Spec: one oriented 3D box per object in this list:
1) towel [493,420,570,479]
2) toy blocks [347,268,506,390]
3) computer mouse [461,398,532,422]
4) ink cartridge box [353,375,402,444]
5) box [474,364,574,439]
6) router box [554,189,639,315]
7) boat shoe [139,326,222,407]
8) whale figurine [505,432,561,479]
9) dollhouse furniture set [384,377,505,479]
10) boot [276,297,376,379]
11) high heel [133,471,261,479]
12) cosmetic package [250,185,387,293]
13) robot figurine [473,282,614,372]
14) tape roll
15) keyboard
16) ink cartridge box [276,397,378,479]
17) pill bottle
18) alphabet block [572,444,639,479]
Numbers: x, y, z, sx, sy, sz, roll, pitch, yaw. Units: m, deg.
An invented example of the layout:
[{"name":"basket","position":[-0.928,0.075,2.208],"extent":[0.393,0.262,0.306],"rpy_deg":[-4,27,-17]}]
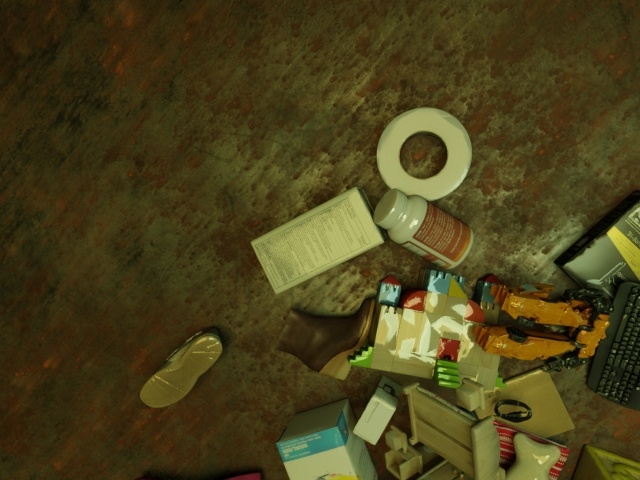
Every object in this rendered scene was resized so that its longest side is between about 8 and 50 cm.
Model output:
[{"name":"towel","position":[0.466,0.595,1.175],"extent":[0.198,0.031,0.275],"rpy_deg":[19,102,5]},{"name":"toy blocks","position":[0.271,0.184,1.115],"extent":[0.381,0.191,0.261],"rpy_deg":[11,88,-2]},{"name":"computer mouse","position":[0.385,0.433,1.149],"extent":[0.242,0.041,0.071],"rpy_deg":[-29,56,28]},{"name":"ink cartridge box","position":[0.144,0.415,1.178],"extent":[0.063,0.150,0.109],"rpy_deg":[29,100,13]},{"name":"box","position":[0.490,0.419,1.173],"extent":[0.201,0.021,0.164],"rpy_deg":[-26,89,12]},{"name":"router box","position":[0.733,0.079,1.061],"extent":[0.309,0.081,0.243],"rpy_deg":[46,103,5]},{"name":"boat shoe","position":[-0.377,0.347,1.315],"extent":[0.103,0.092,0.285],"rpy_deg":[43,100,-14]},{"name":"whale figurine","position":[0.473,0.595,1.107],"extent":[0.216,0.141,0.272],"rpy_deg":[12,77,25]},{"name":"dollhouse furniture set","position":[0.282,0.393,1.044],"extent":[0.173,0.303,0.356],"rpy_deg":[-17,108,-30]},{"name":"boot","position":[0.014,0.222,1.220],"extent":[0.206,0.090,0.248],"rpy_deg":[26,103,6]},{"name":"high heel","position":[-0.349,0.694,1.354],"extent":[0.377,0.127,0.181],"rpy_deg":[14,69,14]},{"name":"cosmetic package","position":[0.000,0.000,1.186],"extent":[0.296,0.129,0.153],"rpy_deg":[-25,88,13]},{"name":"robot figurine","position":[0.489,0.180,1.029],"extent":[0.291,0.085,0.211],"rpy_deg":[9,111,-18]},{"name":"tape roll","position":[0.247,-0.202,1.145],"extent":[0.219,0.072,0.219],"rpy_deg":[1,94,12]},{"name":"keyboard","position":[0.716,0.245,1.025],"extent":[0.201,0.033,0.317],"rpy_deg":[14,122,27]},{"name":"ink cartridge box","position":[0.024,0.561,1.207],"extent":[0.168,0.171,0.233],"rpy_deg":[-21,90,13]},{"name":"pill bottle","position":[0.235,-0.030,1.100],"extent":[0.216,0.121,0.121],"rpy_deg":[28,101,-18]},{"name":"alphabet block","position":[0.681,0.617,1.064],"extent":[0.192,0.193,0.197],"rpy_deg":[17,98,9]}]
